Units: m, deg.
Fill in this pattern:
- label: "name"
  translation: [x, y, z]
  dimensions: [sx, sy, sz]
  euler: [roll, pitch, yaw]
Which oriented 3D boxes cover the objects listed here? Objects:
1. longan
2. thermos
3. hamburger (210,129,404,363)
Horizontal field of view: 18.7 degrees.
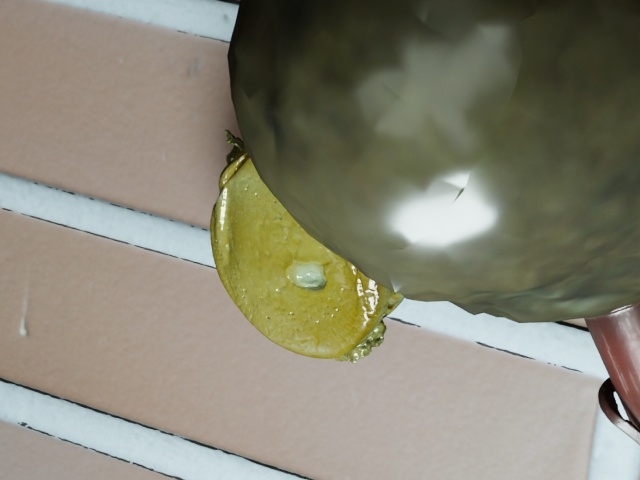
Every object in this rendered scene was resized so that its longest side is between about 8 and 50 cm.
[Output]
- label: "longan"
  translation: [0.149, -0.144, 1.394]
  dimensions: [0.404, 0.436, 0.404]
  euler: [-13, 69, 36]
- label: "thermos"
  translation: [0.298, 0.131, 1.594]
  dimensions: [0.124, 0.099, 0.232]
  euler: [-23, 94, 31]
- label: "hamburger"
  translation: [0.000, 0.000, 1.699]
  dimensions: [0.189, 0.122, 0.215]
  euler: [11, 115, 32]
